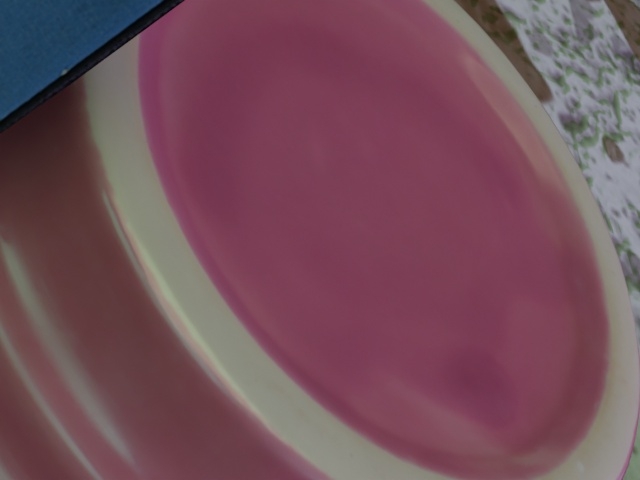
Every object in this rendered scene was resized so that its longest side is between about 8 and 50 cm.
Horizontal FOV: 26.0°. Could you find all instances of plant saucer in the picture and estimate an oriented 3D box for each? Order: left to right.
[{"bbox_3d":[0.000,0.000,0.482,0.332,0.084,0.332,29,43,-31],"label":"plant saucer"}]

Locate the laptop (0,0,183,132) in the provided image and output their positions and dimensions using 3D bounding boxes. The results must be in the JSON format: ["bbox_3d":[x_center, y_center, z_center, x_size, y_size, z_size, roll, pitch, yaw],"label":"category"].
[{"bbox_3d":[-0.222,-0.156,0.236,0.382,0.236,0.408,54,37,1],"label":"laptop"}]
